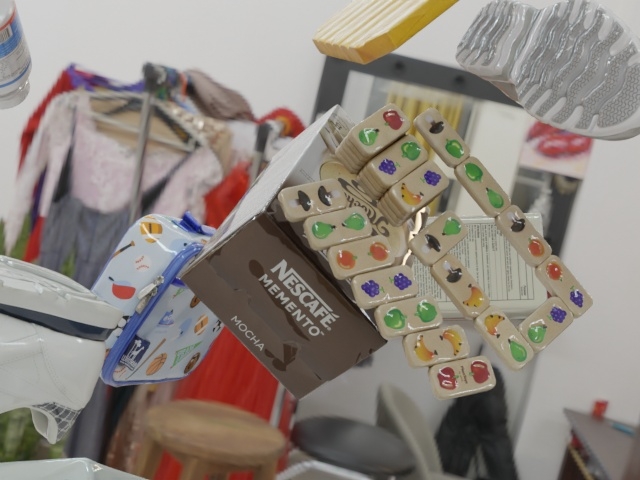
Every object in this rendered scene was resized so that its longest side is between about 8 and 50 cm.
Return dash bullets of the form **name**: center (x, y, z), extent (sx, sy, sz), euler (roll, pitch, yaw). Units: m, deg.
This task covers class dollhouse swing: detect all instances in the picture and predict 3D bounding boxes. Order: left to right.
- **dollhouse swing**: center (0.108, -0.450, 1.343), extent (0.305, 0.315, 0.347), euler (-24, 20, -9)

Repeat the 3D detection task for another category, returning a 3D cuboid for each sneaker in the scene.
- **sneaker**: center (-0.215, 0.047, 0.504), extent (0.235, 0.095, 0.090), euler (21, 4, -37)
- **sneaker**: center (0.229, -0.150, 0.872), extent (0.115, 0.105, 0.281), euler (26, 15, -23)

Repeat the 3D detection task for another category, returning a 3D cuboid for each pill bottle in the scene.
- **pill bottle**: center (-0.541, -0.314, 1.598), extent (0.124, 0.124, 0.221), euler (14, -29, 2)

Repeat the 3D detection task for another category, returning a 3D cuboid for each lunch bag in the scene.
- **lunch bag**: center (-0.208, 0.079, 1.355), extent (0.115, 0.243, 0.303), euler (37, 6, 15)

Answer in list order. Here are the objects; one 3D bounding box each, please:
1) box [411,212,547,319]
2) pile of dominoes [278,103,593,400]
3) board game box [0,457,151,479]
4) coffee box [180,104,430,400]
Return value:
- **box**: center (0.223, 0.045, 1.518), extent (0.232, 0.149, 0.127), euler (-1, -13, 4)
- **pile of dominoes**: center (0.108, 0.002, 0.838), extent (0.251, 0.196, 0.040), euler (51, -31, 5)
- **board game box**: center (-0.216, 0.227, 0.452), extent (0.303, 0.224, 0.097), euler (-9, -27, 23)
- **coffee box**: center (0.000, 0.000, 1.000), extent (0.168, 0.119, 0.297), euler (47, 28, -11)
